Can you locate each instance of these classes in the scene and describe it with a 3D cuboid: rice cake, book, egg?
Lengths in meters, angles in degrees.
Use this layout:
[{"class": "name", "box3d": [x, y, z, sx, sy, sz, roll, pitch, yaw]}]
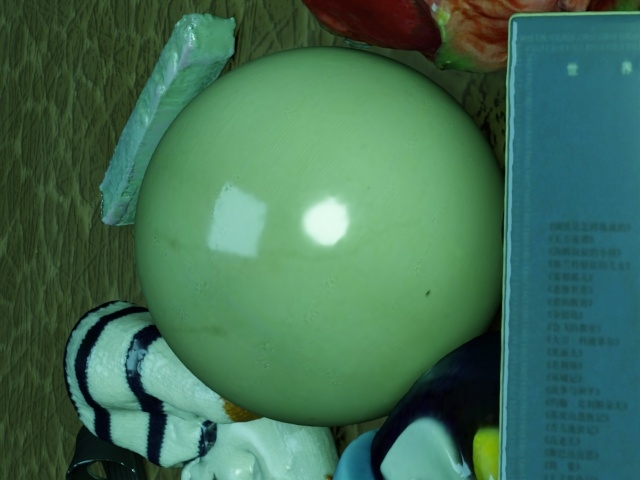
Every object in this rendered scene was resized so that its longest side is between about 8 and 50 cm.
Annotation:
[{"class": "rice cake", "box3d": [-0.114, -0.085, 1.184, 0.034, 0.043, 0.211, 64, 142, 28]}, {"class": "book", "box3d": [0.157, 0.053, 0.573, 0.191, 0.025, 0.269, 2, 91, 17]}, {"class": "egg", "box3d": [0.000, 0.000, 0.813, 0.241, 0.186, 0.186, 136, 131, -79]}]

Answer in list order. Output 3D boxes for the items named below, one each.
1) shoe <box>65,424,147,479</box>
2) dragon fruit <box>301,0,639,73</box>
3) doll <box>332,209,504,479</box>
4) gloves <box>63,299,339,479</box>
[{"class": "shoe", "box3d": [-0.169, 0.184, 1.273, 0.159, 0.053, 0.062, 65, 146, 35]}, {"class": "dragon fruit", "box3d": [0.060, -0.178, 0.733, 0.274, 0.193, 0.192, 33, 145, 58]}, {"class": "doll", "box3d": [0.096, 0.105, 0.686, 0.177, 0.141, 0.314, 38, 120, 26]}, {"class": "gloves", "box3d": [-0.063, 0.120, 1.028, 0.218, 0.131, 0.140, 23, 111, 27]}]
